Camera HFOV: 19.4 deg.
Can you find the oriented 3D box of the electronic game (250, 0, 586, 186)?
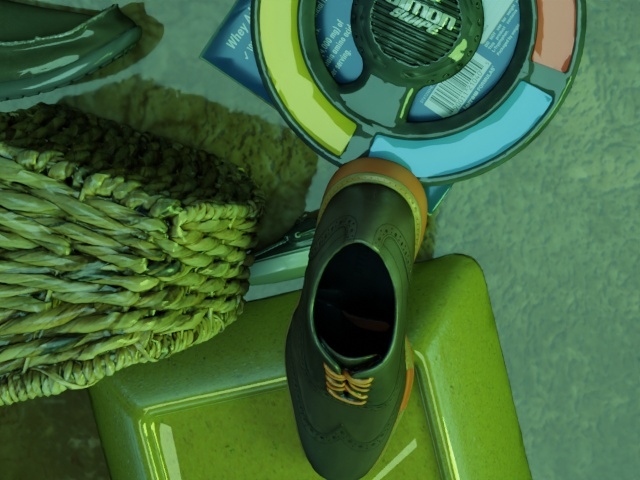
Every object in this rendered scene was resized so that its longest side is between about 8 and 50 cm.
[{"bbox_3d":[0.066,-0.150,1.272,0.229,0.048,0.229,1,99,6],"label":"electronic game"}]

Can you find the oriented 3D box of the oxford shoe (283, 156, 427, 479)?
[{"bbox_3d":[0.015,0.078,1.309,0.097,0.098,0.271,8,125,7],"label":"oxford shoe"}]

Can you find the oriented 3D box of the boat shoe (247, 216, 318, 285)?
[{"bbox_3d":[0.000,0.000,1.445,0.142,0.049,0.040,-17,77,7],"label":"boat shoe"}]

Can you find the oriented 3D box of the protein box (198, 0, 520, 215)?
[{"bbox_3d":[0.057,-0.162,1.365,0.201,0.136,0.200,34,101,1],"label":"protein box"}]

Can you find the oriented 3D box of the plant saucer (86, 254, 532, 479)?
[{"bbox_3d":[-0.002,0.209,1.455,0.332,0.081,0.333,-13,96,8],"label":"plant saucer"}]

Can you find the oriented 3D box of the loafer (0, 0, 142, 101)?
[{"bbox_3d":[-0.261,-0.149,1.426,0.251,0.094,0.087,-11,101,8],"label":"loafer"}]

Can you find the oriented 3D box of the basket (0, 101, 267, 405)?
[{"bbox_3d":[-0.165,0.039,1.339,0.213,0.299,0.223,19,97,2],"label":"basket"}]
